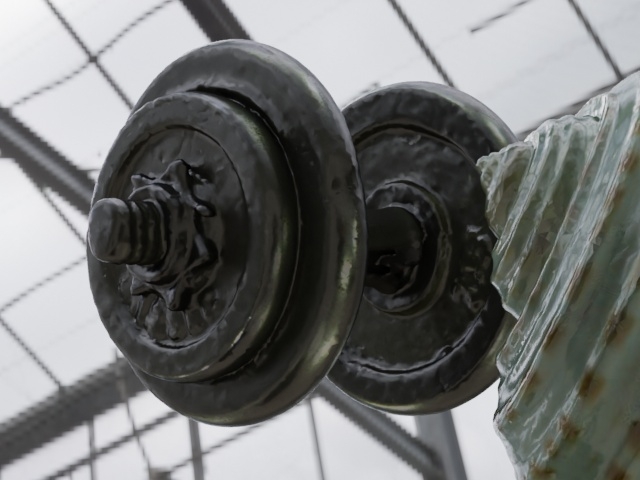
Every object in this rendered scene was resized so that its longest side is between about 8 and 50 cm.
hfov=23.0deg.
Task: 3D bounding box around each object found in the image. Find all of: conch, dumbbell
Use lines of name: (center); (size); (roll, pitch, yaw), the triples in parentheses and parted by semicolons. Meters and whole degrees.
conch: (0.129, 0.039, 0.504); (0.131, 0.200, 0.172); (0, -56, -60)
dumbbell: (0.000, 0.000, 0.829); (0.290, 0.192, 0.192); (4, -39, -45)
